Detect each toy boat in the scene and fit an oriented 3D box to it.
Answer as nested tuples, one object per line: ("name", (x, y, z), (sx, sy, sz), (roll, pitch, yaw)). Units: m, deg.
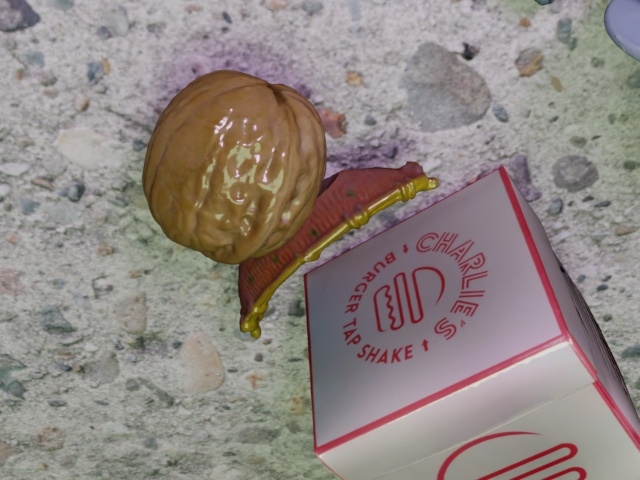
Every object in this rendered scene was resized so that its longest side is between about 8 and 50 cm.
("toy boat", (-0.006, -0.003, 1.033), (0.099, 0.141, 0.318), (43, 113, -15))

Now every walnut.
("walnut", (-0.093, -0.076, 0.927), (0.213, 0.213, 0.213), (-3, 131, -3))

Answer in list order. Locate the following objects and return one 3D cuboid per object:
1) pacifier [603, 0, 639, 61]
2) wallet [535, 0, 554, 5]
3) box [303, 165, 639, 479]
("pacifier", (0.412, -0.180, 0.826), (0.299, 0.244, 0.233), (-11, 125, -7))
("wallet", (0.201, -0.396, 0.760), (0.237, 0.075, 0.342), (-39, 123, 21))
("box", (0.188, 0.159, 1.068), (0.312, 0.314, 0.300), (-29, 125, 18))
